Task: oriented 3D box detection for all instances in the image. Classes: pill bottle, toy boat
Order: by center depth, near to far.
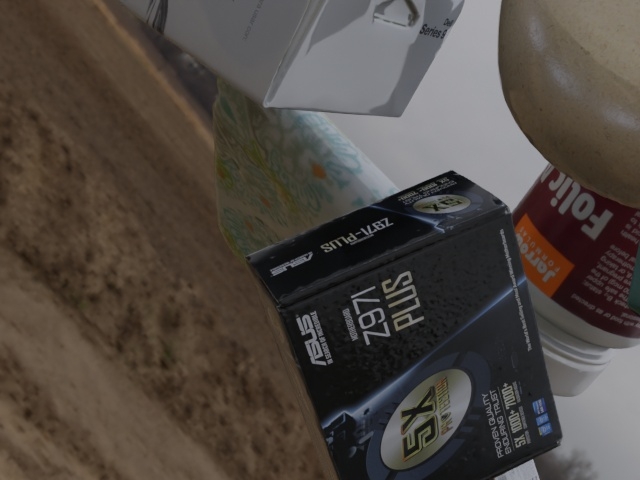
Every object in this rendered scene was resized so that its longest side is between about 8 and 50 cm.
[{"bbox_3d":[0.276,-0.123,0.648,0.148,0.318,0.267,71,25,-58],"label":"toy boat"},{"bbox_3d":[0.352,-0.015,1.189,0.224,0.392,0.224,24,28,-14],"label":"pill bottle"}]

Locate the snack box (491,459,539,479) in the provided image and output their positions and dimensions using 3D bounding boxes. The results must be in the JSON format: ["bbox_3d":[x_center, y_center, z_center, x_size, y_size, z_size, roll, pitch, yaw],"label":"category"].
[{"bbox_3d":[0.260,0.358,1.244,0.022,0.064,0.178,-19,-91,62],"label":"snack box"}]

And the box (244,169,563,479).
[{"bbox_3d":[0.055,0.070,0.621,0.077,0.147,0.180,-132,-158,-63],"label":"box"}]

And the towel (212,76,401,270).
[{"bbox_3d":[0.000,0.000,1.111,0.320,0.090,0.374,45,-21,14],"label":"towel"}]

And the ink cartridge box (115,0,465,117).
[{"bbox_3d":[-0.061,-0.220,0.789,0.289,0.121,0.211,38,23,25],"label":"ink cartridge box"}]

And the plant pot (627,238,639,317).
[{"bbox_3d":[0.389,0.036,0.825,0.234,0.165,0.165,9,-9,30],"label":"plant pot"}]
